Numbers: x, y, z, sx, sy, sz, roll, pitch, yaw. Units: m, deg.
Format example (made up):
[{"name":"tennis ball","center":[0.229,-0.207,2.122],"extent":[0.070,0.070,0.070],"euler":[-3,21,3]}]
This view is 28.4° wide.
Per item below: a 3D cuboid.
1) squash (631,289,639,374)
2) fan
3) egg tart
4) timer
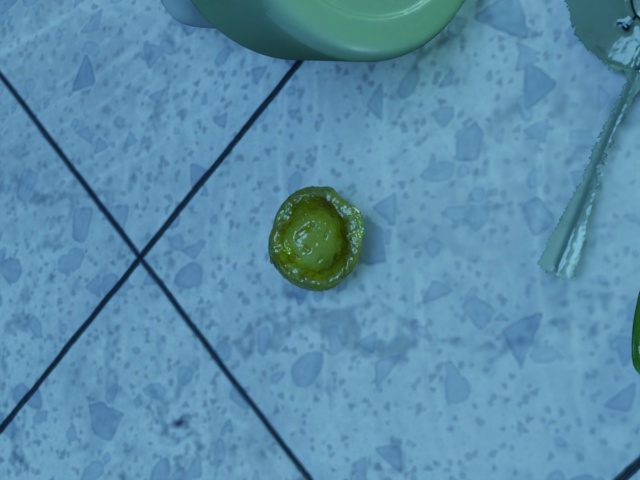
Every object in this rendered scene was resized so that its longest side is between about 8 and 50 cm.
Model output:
[{"name":"squash","center":[0.262,0.064,1.010],"extent":[0.027,0.027,0.089],"euler":[0,80,32]},{"name":"fan","center":[0.272,-0.162,1.046],"extent":[0.233,0.012,0.414],"euler":[27,94,33]},{"name":"egg tart","center":[0.000,0.000,1.172],"extent":[0.105,0.039,0.105],"euler":[-6,79,31]},{"name":"timer","center":[-0.055,-0.285,1.155],"extent":[0.315,0.291,0.290],"euler":[-4,79,55]}]
